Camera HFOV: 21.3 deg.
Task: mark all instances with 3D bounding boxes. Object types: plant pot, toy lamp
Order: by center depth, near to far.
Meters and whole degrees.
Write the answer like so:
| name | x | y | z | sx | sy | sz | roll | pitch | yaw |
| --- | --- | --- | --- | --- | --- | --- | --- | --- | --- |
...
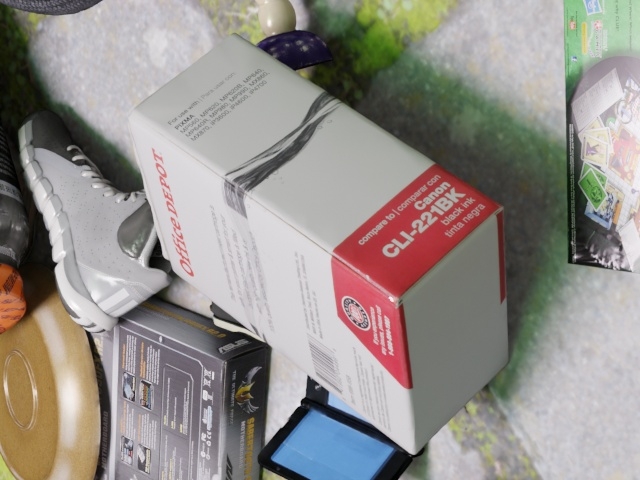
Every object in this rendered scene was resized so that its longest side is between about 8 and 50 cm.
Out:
| name | x | y | z | sx | sy | sz | roll | pitch | yaw |
| --- | --- | --- | --- | --- | --- | --- | --- | --- | --- |
| toy lamp | -0.055 | -0.264 | 1.313 | 0.080 | 0.080 | 0.274 | -10 | 98 | 43 |
| plant pot | -0.271 | 0.138 | 1.598 | 0.236 | 0.032 | 0.236 | 17 | 110 | 56 |

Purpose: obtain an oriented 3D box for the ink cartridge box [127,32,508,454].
| name | x | y | z | sx | sy | sz | roll | pitch | yaw |
| --- | --- | --- | --- | --- | --- | --- | --- | --- | --- |
| ink cartridge box | 0.000 | 0.000 | 1.258 | 0.273 | 0.114 | 0.197 | 35 | 153 | 29 |

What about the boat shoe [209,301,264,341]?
| name | x | y | z | sx | sy | sz | roll | pitch | yaw |
| --- | --- | --- | --- | --- | --- | --- | --- | --- | --- |
| boat shoe | -0.043 | 0.056 | 1.406 | 0.133 | 0.049 | 0.042 | 12 | 117 | 44 |

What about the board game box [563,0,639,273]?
| name | x | y | z | sx | sy | sz | roll | pitch | yaw |
| --- | --- | --- | --- | --- | --- | --- | --- | --- | --- |
| board game box | 0.226 | -0.104 | 1.139 | 0.136 | 0.030 | 0.259 | 10 | 108 | 42 |

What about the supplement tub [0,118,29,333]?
| name | x | y | z | sx | sy | sz | roll | pitch | yaw |
| --- | --- | --- | --- | --- | --- | --- | --- | --- | --- |
| supplement tub | -0.384 | -0.073 | 1.529 | 0.207 | 0.207 | 0.338 | -36 | 65 | 41 |

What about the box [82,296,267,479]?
| name | x | y | z | sx | sy | sz | roll | pitch | yaw |
| --- | --- | --- | --- | --- | --- | --- | --- | --- | --- |
| box | -0.136 | 0.177 | 1.517 | 0.183 | 0.056 | 0.231 | 19 | 114 | 39 |

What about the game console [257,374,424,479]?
| name | x | y | z | sx | sy | sz | roll | pitch | yaw |
| --- | --- | --- | --- | --- | --- | --- | --- | --- | --- |
| game console | 0.018 | 0.143 | 1.362 | 0.122 | 0.071 | 0.107 | 21 | 115 | 36 |

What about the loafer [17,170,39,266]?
| name | x | y | z | sx | sy | sz | roll | pitch | yaw |
| --- | --- | --- | --- | --- | --- | --- | --- | --- | --- |
| loafer | -0.291 | -0.021 | 1.611 | 0.045 | 0.039 | 0.125 | 44 | 126 | 23 |

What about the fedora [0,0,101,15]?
| name | x | y | z | sx | sy | sz | roll | pitch | yaw |
| --- | --- | --- | --- | --- | --- | --- | --- | --- | --- |
| fedora | -0.208 | -0.356 | 1.360 | 0.334 | 0.152 | 0.334 | 18 | 121 | 32 |

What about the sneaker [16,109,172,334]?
| name | x | y | z | sx | sy | sz | roll | pitch | yaw |
| --- | --- | --- | --- | --- | --- | --- | --- | --- | --- |
| sneaker | -0.179 | -0.039 | 1.496 | 0.132 | 0.086 | 0.228 | -28 | 63 | 14 |
